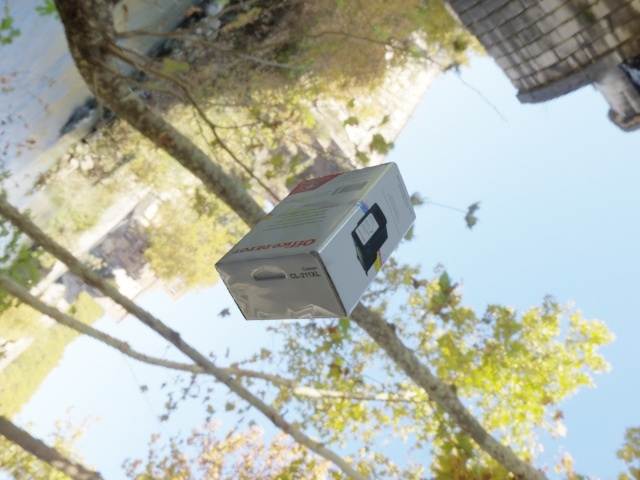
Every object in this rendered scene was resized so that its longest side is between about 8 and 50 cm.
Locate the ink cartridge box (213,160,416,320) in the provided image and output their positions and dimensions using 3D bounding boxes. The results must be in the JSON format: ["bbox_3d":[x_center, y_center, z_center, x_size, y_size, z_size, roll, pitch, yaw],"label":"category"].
[{"bbox_3d":[0.000,0.000,0.583,0.128,0.072,0.175,-7,-152,37],"label":"ink cartridge box"}]
